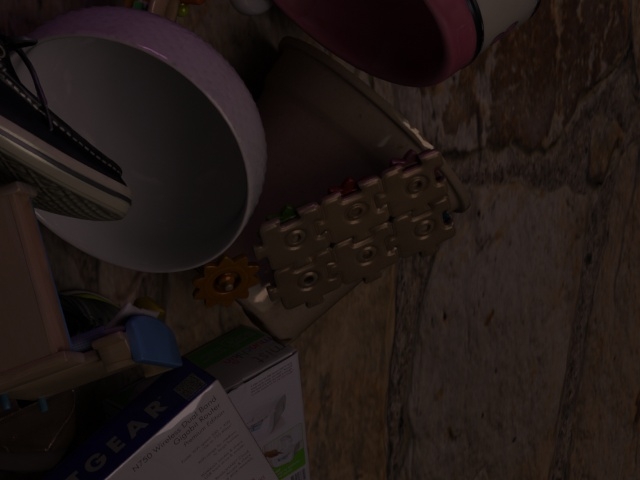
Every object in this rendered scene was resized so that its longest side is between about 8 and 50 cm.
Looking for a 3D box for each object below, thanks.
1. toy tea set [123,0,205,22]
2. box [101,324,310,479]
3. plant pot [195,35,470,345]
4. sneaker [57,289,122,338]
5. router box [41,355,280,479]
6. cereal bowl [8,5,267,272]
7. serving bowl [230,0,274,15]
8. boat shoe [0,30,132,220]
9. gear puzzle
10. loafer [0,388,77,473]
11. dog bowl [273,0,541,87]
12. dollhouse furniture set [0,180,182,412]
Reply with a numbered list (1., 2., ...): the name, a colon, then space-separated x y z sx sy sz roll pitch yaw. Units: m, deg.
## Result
1. toy tea set: -0.209 -0.335 1.948 0.200 0.124 0.336 8 98 -77
2. box: -0.152 0.281 2.223 0.262 0.126 0.231 -27 124 -36
3. plant pot: -0.026 -0.042 2.108 0.305 0.334 0.334 -49 136 -6
4. sneaker: -0.321 0.116 1.981 0.300 0.121 0.111 17 95 -48
5. router box: -0.216 0.366 2.052 0.335 0.082 0.301 -42 130 -17
6. cereal bowl: -0.211 -0.133 1.866 0.141 0.339 0.339 -63 145 -46
7. serving bowl: -0.081 -0.336 2.114 0.083 0.027 0.083 -19 118 -40
8. boat shoe: -0.387 -0.180 1.698 0.500 0.187 0.156 36 67 -28
9. gear puzzle: 0.000 0.000 1.949 0.339 0.044 0.175 -24 138 -6
10. loafer: -0.434 0.207 1.912 0.366 0.134 0.130 4 99 -57
11. dog bowl: 0.065 -0.355 1.975 0.150 0.408 0.408 -51 136 -17
12. dollhouse furniture set: -0.349 0.087 1.808 0.303 0.286 0.198 25 46 -72
